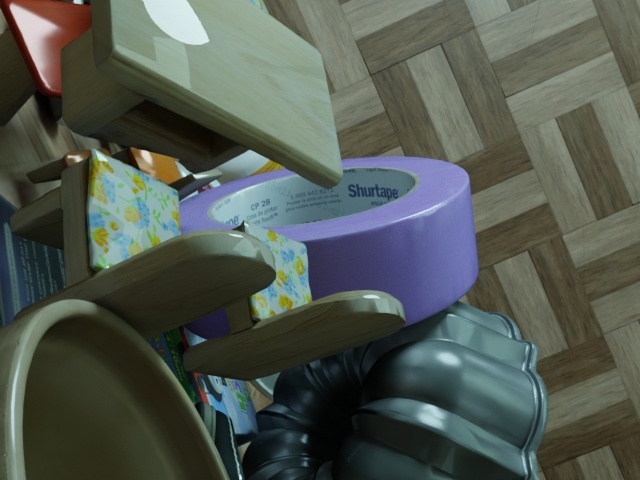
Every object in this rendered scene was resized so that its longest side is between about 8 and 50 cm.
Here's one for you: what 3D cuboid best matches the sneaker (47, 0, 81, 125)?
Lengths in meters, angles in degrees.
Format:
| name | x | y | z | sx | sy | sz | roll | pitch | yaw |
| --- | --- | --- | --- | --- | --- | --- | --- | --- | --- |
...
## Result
| name | x | y | z | sx | sy | sz | roll | pitch | yaw |
| --- | --- | --- | --- | --- | --- | --- | --- | --- | --- |
| sneaker | -0.256 | -0.177 | 0.803 | 0.065 | 0.061 | 0.158 | 10 | 56 | -45 |

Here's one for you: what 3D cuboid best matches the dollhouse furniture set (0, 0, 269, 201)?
| name | x | y | z | sx | sy | sz | roll | pitch | yaw |
| --- | --- | --- | --- | --- | --- | --- | --- | --- | --- |
| dollhouse furniture set | -0.155 | -0.157 | 0.733 | 0.259 | 0.135 | 0.262 | -20 | 83 | -61 |

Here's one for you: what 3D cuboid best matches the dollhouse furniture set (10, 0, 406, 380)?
| name | x | y | z | sx | sy | sz | roll | pitch | yaw |
| --- | --- | --- | --- | --- | --- | --- | --- | --- | --- |
| dollhouse furniture set | -0.082 | -0.151 | 0.478 | 0.394 | 0.256 | 0.362 | 23 | 51 | -52 |

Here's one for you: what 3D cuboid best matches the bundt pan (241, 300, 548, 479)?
| name | x | y | z | sx | sy | sz | roll | pitch | yaw |
| --- | --- | --- | --- | --- | --- | --- | --- | --- | --- |
| bundt pan | 0.037 | 0.178 | 0.767 | 0.124 | 0.331 | 0.331 | 32 | 19 | -20 |

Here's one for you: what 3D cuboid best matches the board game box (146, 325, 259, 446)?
| name | x | y | z | sx | sy | sz | roll | pitch | yaw |
| --- | --- | --- | --- | --- | --- | --- | --- | --- | --- |
| board game box | -0.123 | 0.116 | 0.830 | 0.211 | 0.039 | 0.160 | 50 | 17 | -73 |

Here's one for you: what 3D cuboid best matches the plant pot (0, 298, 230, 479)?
| name | x | y | z | sx | sy | sz | roll | pitch | yaw |
| --- | --- | --- | --- | --- | --- | --- | --- | --- | --- |
| plant pot | -0.114 | 0.156 | 0.394 | 0.237 | 0.109 | 0.237 | -25 | 90 | -85 |

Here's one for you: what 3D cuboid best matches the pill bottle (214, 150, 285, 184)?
| name | x | y | z | sx | sy | sz | roll | pitch | yaw |
| --- | --- | --- | --- | --- | --- | --- | --- | --- | --- |
| pill bottle | -0.110 | -0.107 | 1.354 | 0.136 | 0.136 | 0.246 | -107 | 171 | -50 |

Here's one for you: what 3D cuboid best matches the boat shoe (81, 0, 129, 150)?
| name | x | y | z | sx | sy | sz | roll | pitch | yaw |
| --- | --- | --- | --- | --- | --- | --- | --- | --- | --- |
| boat shoe | -0.213 | -0.189 | 0.948 | 0.079 | 0.095 | 0.254 | 61 | 6 | -54 |

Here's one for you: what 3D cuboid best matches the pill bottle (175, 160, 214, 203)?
| name | x | y | z | sx | sy | sz | roll | pitch | yaw |
| --- | --- | --- | --- | --- | --- | --- | --- | --- | --- |
| pill bottle | -0.158 | -0.037 | 0.892 | 0.152 | 0.086 | 0.086 | 37 | 30 | -77 |

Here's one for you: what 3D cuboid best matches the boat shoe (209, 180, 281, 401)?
| name | x | y | z | sx | sy | sz | roll | pitch | yaw |
| --- | --- | --- | --- | --- | --- | --- | --- | --- | --- |
| boat shoe | -0.098 | 0.056 | 1.000 | 0.302 | 0.113 | 0.103 | 57 | 5 | 13 |

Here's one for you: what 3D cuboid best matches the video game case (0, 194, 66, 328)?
| name | x | y | z | sx | sy | sz | roll | pitch | yaw |
| --- | --- | --- | --- | --- | --- | --- | --- | --- | --- |
| video game case | -0.194 | 0.048 | 0.526 | 0.274 | 0.026 | 0.196 | 56 | 12 | -57 |

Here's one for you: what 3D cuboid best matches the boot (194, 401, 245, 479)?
| name | x | y | z | sx | sy | sz | roll | pitch | yaw |
| --- | --- | --- | --- | --- | --- | --- | --- | --- | --- |
| boot | -0.027 | 0.233 | 0.598 | 0.178 | 0.085 | 0.236 | 21 | 36 | -24 |

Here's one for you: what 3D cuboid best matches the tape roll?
| name | x | y | z | sx | sy | sz | roll | pitch | yaw |
| --- | --- | --- | --- | --- | --- | --- | --- | --- | --- |
| tape roll | 0.000 | 0.000 | 0.784 | 0.275 | 0.275 | 0.090 | -95 | 177 | -72 |

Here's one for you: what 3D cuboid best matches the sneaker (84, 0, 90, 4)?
| name | x | y | z | sx | sy | sz | roll | pitch | yaw |
| --- | --- | --- | --- | --- | --- | --- | --- | --- | --- |
| sneaker | -0.209 | -0.279 | 0.898 | 0.271 | 0.100 | 0.108 | 33 | 0 | -6 |
